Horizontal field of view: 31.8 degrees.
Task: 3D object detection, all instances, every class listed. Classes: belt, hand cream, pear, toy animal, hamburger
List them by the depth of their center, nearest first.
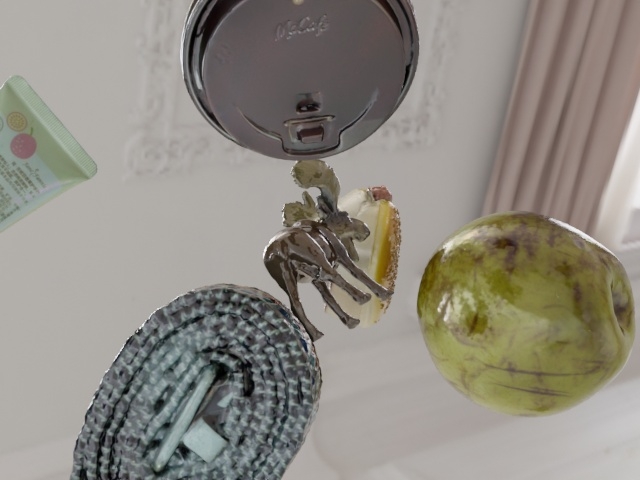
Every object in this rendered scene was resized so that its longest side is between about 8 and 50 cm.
[{"bbox_3d":[-0.120,0.184,1.127,0.207,0.295,0.160,26,-177,2],"label":"belt"},{"bbox_3d":[0.000,0.000,1.194,0.186,0.094,0.214,52,-161,12],"label":"toy animal"},{"bbox_3d":[-0.413,-0.040,1.261,0.147,0.306,0.093,50,173,-3],"label":"hand cream"},{"bbox_3d":[0.267,0.093,1.456,0.284,0.283,0.283,9,-157,-4],"label":"pear"},{"bbox_3d":[0.059,0.023,1.562,0.116,0.210,0.173,1,-124,-7],"label":"hamburger"}]

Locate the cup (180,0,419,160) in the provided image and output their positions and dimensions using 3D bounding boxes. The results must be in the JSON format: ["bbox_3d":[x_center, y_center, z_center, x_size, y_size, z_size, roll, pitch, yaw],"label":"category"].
[{"bbox_3d":[-0.026,-0.208,0.982,0.197,0.196,0.279,5,-143,-11],"label":"cup"}]
